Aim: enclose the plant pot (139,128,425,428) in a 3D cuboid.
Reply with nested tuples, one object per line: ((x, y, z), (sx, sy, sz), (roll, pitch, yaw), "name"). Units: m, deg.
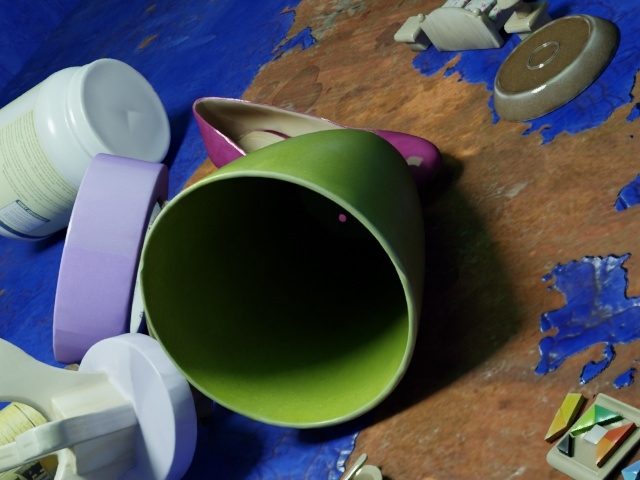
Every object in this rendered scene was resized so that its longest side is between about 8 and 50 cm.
((0.000, 0.000, 1.280), (0.275, 0.274, 0.293), (-28, 13, 29), "plant pot")

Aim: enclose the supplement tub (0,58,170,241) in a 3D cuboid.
((-0.440, -0.155, 2.120), (0.325, 0.235, 0.235), (-24, 32, 34), "supplement tub")

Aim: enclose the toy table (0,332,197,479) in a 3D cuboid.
((-0.261, 0.203, 1.313), (0.161, 0.252, 0.274), (-15, -20, -32), "toy table")

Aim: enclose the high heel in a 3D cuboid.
((-0.018, -0.116, 1.519), (0.377, 0.181, 0.127), (-6, 44, 52), "high heel")

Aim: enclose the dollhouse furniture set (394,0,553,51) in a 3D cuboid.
((0.249, -0.416, 1.602), (0.303, 0.174, 0.356), (-51, 27, -17), "dollhouse furniture set")

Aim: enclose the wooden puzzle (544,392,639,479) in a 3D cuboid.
((0.216, 0.155, 0.969), (0.078, 0.014, 0.116), (-52, 27, -16), "wooden puzzle")

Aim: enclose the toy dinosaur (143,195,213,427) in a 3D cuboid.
((-0.147, 0.054, 1.412), (0.200, 0.295, 0.127), (-15, -24, -36), "toy dinosaur")

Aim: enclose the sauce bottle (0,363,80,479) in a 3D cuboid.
((-0.402, 0.285, 1.459), (0.344, 0.111, 0.111), (-37, 22, -22), "sauce bottle")

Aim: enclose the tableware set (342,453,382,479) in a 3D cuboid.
((0.020, 0.267, 1.073), (0.141, 0.020, 0.169), (-45, 25, -4), "tableware set")

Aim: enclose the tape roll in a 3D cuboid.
((-0.264, 0.030, 1.577), (0.275, 0.090, 0.274), (-169, 90, -89), "tape roll")

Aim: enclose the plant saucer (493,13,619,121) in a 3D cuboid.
((0.265, -0.207, 1.431), (0.168, 0.029, 0.168), (-33, 27, 19), "plant saucer")
